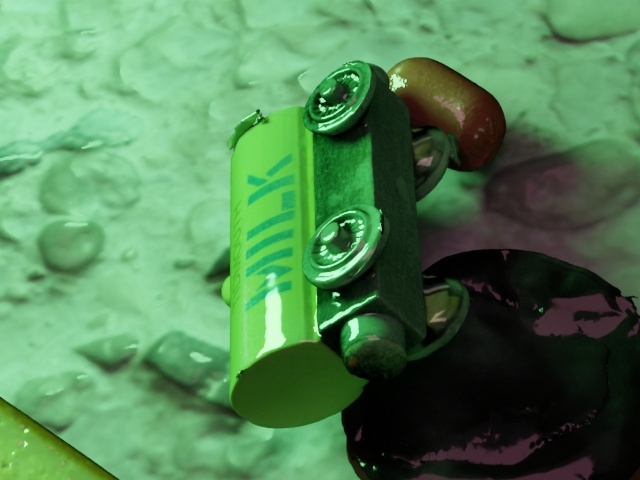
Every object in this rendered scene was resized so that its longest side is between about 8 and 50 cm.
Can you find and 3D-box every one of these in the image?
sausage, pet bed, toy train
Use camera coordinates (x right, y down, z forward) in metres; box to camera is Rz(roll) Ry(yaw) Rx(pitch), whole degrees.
[{"bbox_3d":[0.078,-0.083,1.233,0.094,0.059,0.054,32,65,23],"label":"sausage"},{"bbox_3d":[0.111,0.091,1.119,0.201,0.053,0.201,-4,58,7],"label":"pet bed"},{"bbox_3d":[0.000,0.000,1.143,0.157,0.105,0.253,-31,38,26],"label":"toy train"}]

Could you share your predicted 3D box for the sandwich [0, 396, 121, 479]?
[{"bbox_3d":[-0.167,0.178,1.062,0.235,0.128,0.122,30,62,24],"label":"sandwich"}]
